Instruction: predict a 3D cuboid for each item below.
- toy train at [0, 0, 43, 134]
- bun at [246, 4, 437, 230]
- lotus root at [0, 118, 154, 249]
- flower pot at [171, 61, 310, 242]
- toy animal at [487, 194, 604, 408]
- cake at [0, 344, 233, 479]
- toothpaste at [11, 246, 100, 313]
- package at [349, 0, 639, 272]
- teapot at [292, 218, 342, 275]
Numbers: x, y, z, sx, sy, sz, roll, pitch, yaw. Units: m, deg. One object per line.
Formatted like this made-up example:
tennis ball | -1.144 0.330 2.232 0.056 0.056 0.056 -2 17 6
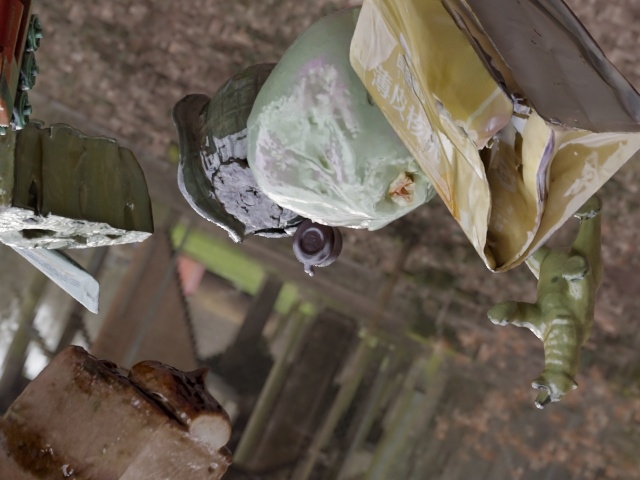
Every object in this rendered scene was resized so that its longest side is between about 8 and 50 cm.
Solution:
toy train | -0.317 -0.185 1.485 0.074 0.176 0.118 5 154 1
bun | 0.067 -0.121 1.760 0.293 0.293 0.187 29 -167 -49
lotus root | -0.317 -0.059 1.838 0.138 0.119 0.235 -18 160 30
flower pot | -0.089 -0.128 2.450 0.213 0.302 0.302 -20 155 23
toy animal | 0.237 0.059 1.500 0.103 0.219 0.101 -13 121 24
cake | -0.239 0.235 1.671 0.198 0.293 0.196 34 174 34
toothpaste | -0.376 0.003 1.950 0.255 0.037 0.067 37 142 16
package | 0.134 -0.159 1.451 0.165 0.221 0.311 21 -148 -45
teapot | 0.000 0.000 2.082 0.068 0.100 0.045 21 -178 31
